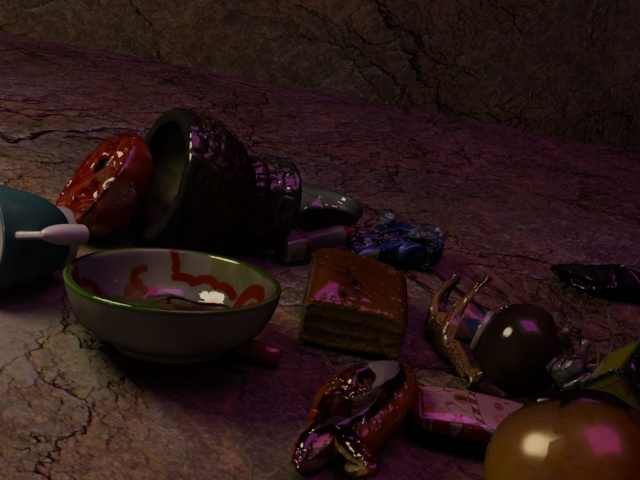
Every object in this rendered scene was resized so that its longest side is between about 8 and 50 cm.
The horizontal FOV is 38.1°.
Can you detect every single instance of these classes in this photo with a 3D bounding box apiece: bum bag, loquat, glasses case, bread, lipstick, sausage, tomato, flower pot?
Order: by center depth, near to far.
[{"bbox_3d":[0.315,0.296,1.142,0.235,0.235,0.235,13,21,-5],"label":"loquat"},{"bbox_3d":[0.052,0.250,1.283,0.139,0.095,0.269,-2,28,23],"label":"bread"},{"bbox_3d":[0.256,0.276,1.373,0.266,0.067,0.103,12,24,-5],"label":"glasses case"},{"bbox_3d":[-0.101,0.173,1.446,0.083,0.034,0.034,14,21,2],"label":"sausage"},{"bbox_3d":[0.059,0.102,1.626,0.184,0.110,0.234,14,20,-3],"label":"bread"},{"bbox_3d":[-0.391,-0.095,1.738,0.101,0.228,0.228,37,8,-31],"label":"tomato"},{"bbox_3d":[-0.195,-0.097,1.786,0.267,0.266,0.266,13,18,-32],"label":"flower pot"},{"bbox_3d":[0.000,0.001,1.882,0.186,0.057,0.063,-12,34,-31],"label":"lipstick"},{"bbox_3d":[0.678,0.091,2.116,0.310,0.074,0.137,7,12,-21],"label":"bum bag"}]

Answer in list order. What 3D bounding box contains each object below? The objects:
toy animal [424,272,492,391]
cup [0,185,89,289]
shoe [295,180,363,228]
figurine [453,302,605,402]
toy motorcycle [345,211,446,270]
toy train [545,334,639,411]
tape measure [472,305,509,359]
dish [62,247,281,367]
[{"bbox_3d":[0.240,0.159,1.626,0.054,0.149,0.275,47,37,-28],"label":"toy animal"},{"bbox_3d":[-0.482,-0.005,1.480,0.299,0.167,0.173,-2,0,35],"label":"cup"},{"bbox_3d":[-0.027,-0.069,2.045,0.251,0.103,0.100,13,61,32],"label":"shoe"},{"bbox_3d":[0.345,0.187,1.469,0.275,0.161,0.158,35,27,-5],"label":"figurine"},{"bbox_3d":[0.170,0.012,1.962,0.254,0.092,0.135,-5,37,-23],"label":"toy motorcycle"},{"bbox_3d":[0.430,0.261,1.288,0.261,0.177,0.134,55,40,3],"label":"toy train"},{"bbox_3d":[0.335,0.176,1.613,0.074,0.118,0.125,-10,35,-44],"label":"tape measure"},{"bbox_3d":[-0.226,0.112,1.399,0.324,0.124,0.324,7,14,-2],"label":"dish"}]
